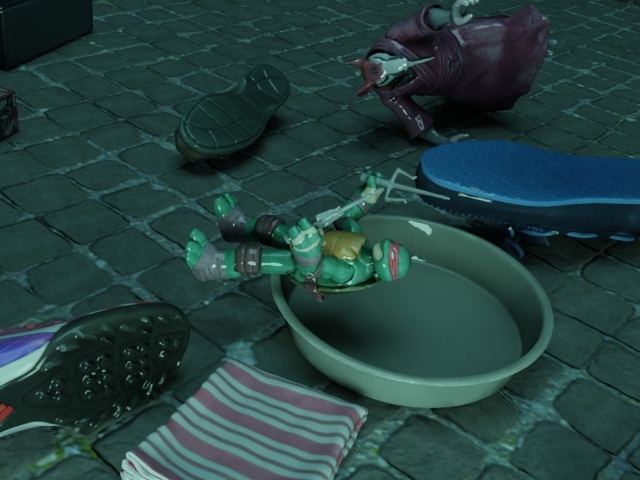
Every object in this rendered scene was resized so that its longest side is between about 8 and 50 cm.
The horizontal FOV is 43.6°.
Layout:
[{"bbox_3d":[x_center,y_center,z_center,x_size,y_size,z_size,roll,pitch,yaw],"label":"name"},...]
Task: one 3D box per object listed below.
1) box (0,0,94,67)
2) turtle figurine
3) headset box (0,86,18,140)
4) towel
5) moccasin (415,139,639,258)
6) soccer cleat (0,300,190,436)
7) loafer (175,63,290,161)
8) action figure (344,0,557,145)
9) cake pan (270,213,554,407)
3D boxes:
[{"bbox_3d":[-0.548,-0.402,1.406,0.184,0.103,0.261,13,32,14],"label":"box"},{"bbox_3d":[0.000,0.000,0.768,0.234,0.118,0.175,1,14,18],"label":"turtle figurine"},{"bbox_3d":[-0.447,-0.169,1.092,0.032,0.062,0.083,16,34,12],"label":"headset box"},{"bbox_3d":[-0.053,0.161,0.656,0.144,0.029,0.197,18,24,15],"label":"towel"},{"bbox_3d":[0.279,-0.037,0.999,0.342,0.117,0.138,8,44,-9],"label":"moccasin"},{"bbox_3d":[-0.258,0.109,0.654,0.318,0.109,0.116,-22,38,-35],"label":"soccer cleat"},{"bbox_3d":[-0.130,-0.173,1.174,0.096,0.084,0.267,43,40,-2],"label":"loafer"},{"bbox_3d":[0.180,-0.293,1.256,0.370,0.248,0.276,-11,35,-32],"label":"action figure"},{"bbox_3d":[0.091,0.068,0.838,0.293,0.054,0.293,6,32,-3],"label":"cake pan"}]
